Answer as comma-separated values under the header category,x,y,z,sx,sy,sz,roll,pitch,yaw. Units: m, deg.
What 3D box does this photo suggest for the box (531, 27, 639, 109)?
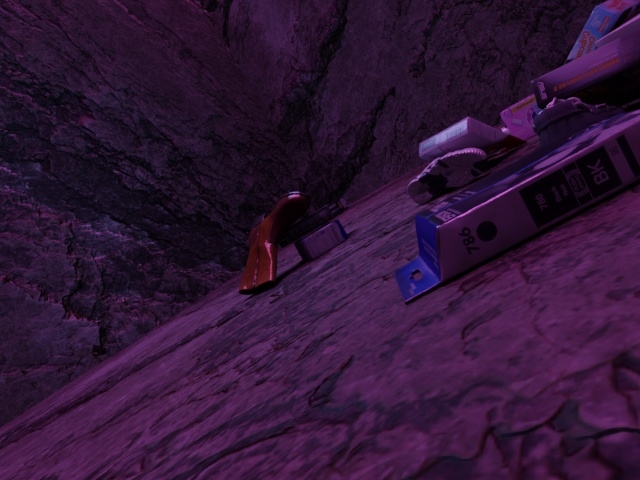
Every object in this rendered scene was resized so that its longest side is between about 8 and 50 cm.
category,x,y,z,sx,sy,sz,roll,pitch,yaw
box,0.532,-0.293,0.813,0.230,0.056,0.183,-6,-8,-42

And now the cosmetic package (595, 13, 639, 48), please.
category,x,y,z,sx,sy,sz,roll,pitch,yaw
cosmetic package,0.801,-0.473,1.008,0.365,0.155,0.196,-32,4,-38

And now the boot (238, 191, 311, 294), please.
category,x,y,z,sx,sy,sz,roll,pitch,yaw
boot,-0.140,0.006,1.329,0.263,0.096,0.281,-24,42,30

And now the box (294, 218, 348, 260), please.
category,x,y,z,sx,sy,sz,roll,pitch,yaw
box,0.000,0.000,1.414,0.137,0.072,0.126,-31,5,-17

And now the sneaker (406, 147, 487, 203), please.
category,x,y,z,sx,sy,sz,roll,pitch,yaw
sneaker,0.349,-0.193,1.163,0.153,0.094,0.235,-45,3,-40

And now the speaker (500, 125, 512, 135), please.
category,x,y,z,sx,sy,sz,roll,pitch,yaw
speaker,0.672,-0.379,1.454,0.136,0.055,0.055,-28,5,21

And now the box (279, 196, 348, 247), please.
category,x,y,z,sx,sy,sz,roll,pitch,yaw
box,-0.026,-0.062,1.481,0.220,0.051,0.175,-29,3,25

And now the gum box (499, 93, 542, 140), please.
category,x,y,z,sx,sy,sz,roll,pitch,yaw
gum box,0.628,-0.370,1.272,0.188,0.107,0.062,-26,6,41

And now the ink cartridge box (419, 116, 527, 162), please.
category,x,y,z,sx,sy,sz,roll,pitch,yaw
ink cartridge box,0.425,-0.252,1.230,0.232,0.066,0.189,16,-18,-25

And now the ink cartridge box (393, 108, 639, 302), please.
category,x,y,z,sx,sy,sz,roll,pitch,yaw
ink cartridge box,0.226,-0.046,0.532,0.332,0.065,0.165,-30,5,7

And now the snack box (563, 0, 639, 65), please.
category,x,y,z,sx,sy,sz,roll,pitch,yaw
snack box,0.762,-0.514,1.257,0.187,0.060,0.322,-32,-30,-28

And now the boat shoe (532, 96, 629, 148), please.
category,x,y,z,sx,sy,sz,roll,pitch,yaw
boat shoe,0.427,-0.202,0.730,0.116,0.099,0.319,-30,2,43
